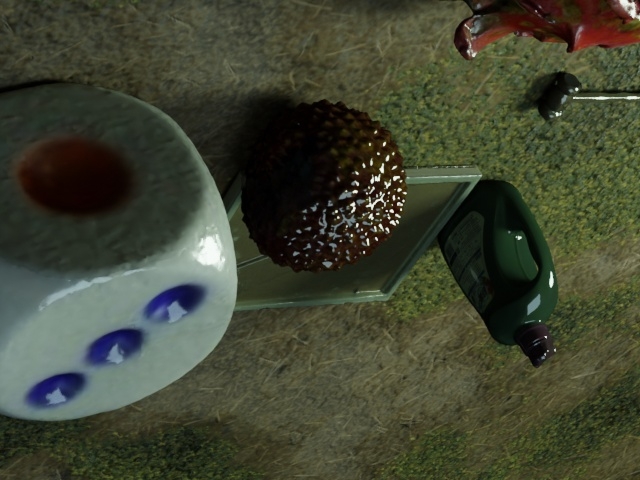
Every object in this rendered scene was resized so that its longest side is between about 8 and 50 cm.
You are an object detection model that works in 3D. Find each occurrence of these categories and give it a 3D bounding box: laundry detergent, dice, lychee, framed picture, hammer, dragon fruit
[{"bbox_3d":[0.226,0.045,2.290,0.078,0.222,0.144,0,140,-36],"label":"laundry detergent"},{"bbox_3d":[-0.248,0.013,1.859,0.259,0.243,0.251,-16,148,-24],"label":"dice"},{"bbox_3d":[0.007,-0.053,2.015,0.188,0.188,0.188,-19,150,-12],"label":"lychee"},{"bbox_3d":[0.000,0.000,2.243,0.335,0.022,0.247,-3,143,-35],"label":"framed picture"},{"bbox_3d":[0.377,-0.170,2.273,0.292,0.029,0.058,-4,146,-37],"label":"hammer"},{"bbox_3d":[0.224,-0.238,1.916,0.211,0.134,0.262,-15,166,23],"label":"dragon fruit"}]
